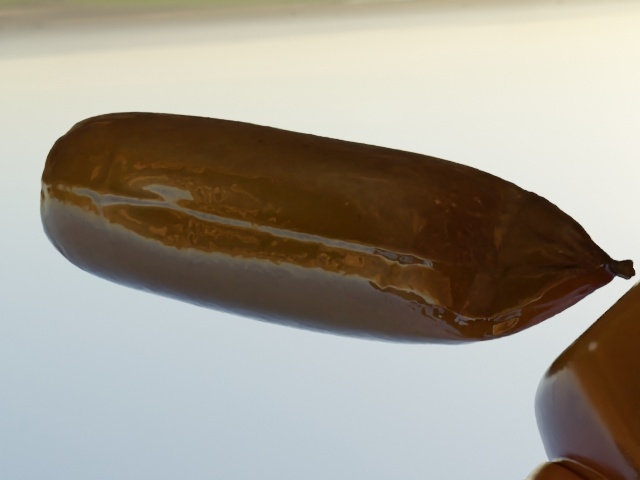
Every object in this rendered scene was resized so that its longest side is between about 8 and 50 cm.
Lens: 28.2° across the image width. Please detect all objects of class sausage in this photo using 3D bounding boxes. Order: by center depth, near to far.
[{"bbox_3d":[0.004,-0.004,0.660,0.328,0.112,0.112,11,-166,25],"label":"sausage"}]

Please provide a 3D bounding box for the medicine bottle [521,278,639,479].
[{"bbox_3d":[0.166,0.081,0.493,0.222,0.149,0.112,-41,160,-10],"label":"medicine bottle"}]
